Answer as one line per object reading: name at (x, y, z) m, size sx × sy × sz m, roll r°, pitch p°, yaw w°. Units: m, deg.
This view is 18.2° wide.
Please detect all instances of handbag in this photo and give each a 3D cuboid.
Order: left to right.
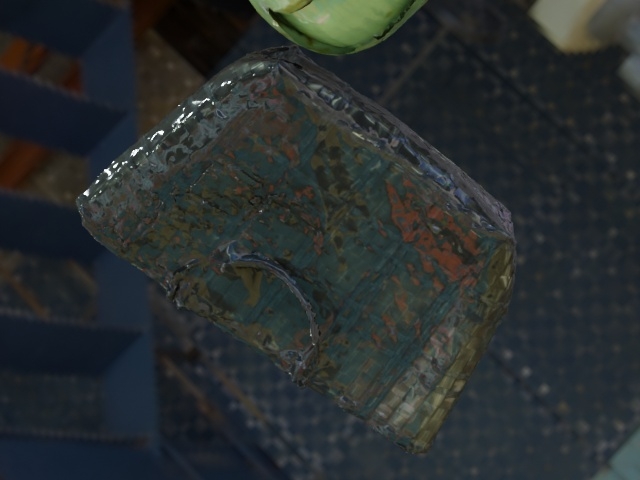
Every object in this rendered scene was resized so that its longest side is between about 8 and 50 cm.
handbag at (0.000, 0.000, 1.224) m, size 0.175 × 0.270 × 0.089 m, roll -53°, pitch 5°, yaw 11°

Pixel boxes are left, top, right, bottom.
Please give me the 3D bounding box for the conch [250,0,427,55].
conch at (0.018, -0.130, 0.690) m, size 0.105 × 0.079 × 0.170 m, roll -19°, pitch -21°, yaw -45°
